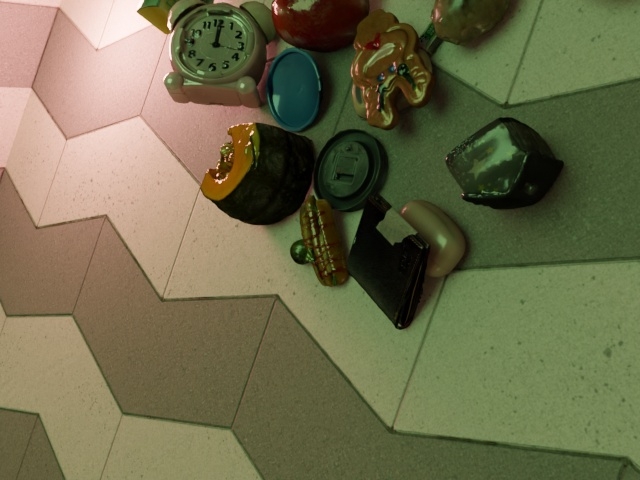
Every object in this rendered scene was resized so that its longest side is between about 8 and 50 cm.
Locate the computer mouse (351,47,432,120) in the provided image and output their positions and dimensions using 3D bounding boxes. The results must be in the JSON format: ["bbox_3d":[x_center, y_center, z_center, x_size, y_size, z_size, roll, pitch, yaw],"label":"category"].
[{"bbox_3d":[0.185,-0.401,1.822,0.237,0.082,0.145,-25,63,33],"label":"computer mouse"}]

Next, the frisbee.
[{"bbox_3d":[-0.070,-0.438,2.061,0.242,0.045,0.241,11,105,45],"label":"frisbee"}]

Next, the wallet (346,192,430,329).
[{"bbox_3d":[0.156,0.051,1.656,0.221,0.072,0.262,52,144,39],"label":"wallet"}]

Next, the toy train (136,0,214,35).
[{"bbox_3d":[-0.442,-0.842,2.366,0.160,0.253,0.396,4,70,41],"label":"toy train"}]

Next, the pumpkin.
[{"bbox_3d":[-0.172,-0.188,1.996,0.256,0.226,0.303,42,112,45],"label":"pumpkin"}]

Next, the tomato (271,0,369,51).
[{"bbox_3d":[-0.027,-0.639,1.950,0.309,0.170,0.308,26,132,32],"label":"tomato"}]

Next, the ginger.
[{"bbox_3d":[0.323,-0.631,1.673,0.245,0.155,0.304,-38,77,24],"label":"ginger"}]

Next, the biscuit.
[{"bbox_3d":[0.165,-0.440,1.767,0.202,0.047,0.333,-30,58,30],"label":"biscuit"}]

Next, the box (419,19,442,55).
[{"bbox_3d":[0.320,-0.566,1.780,0.207,0.041,0.050,-54,53,17],"label":"box"}]

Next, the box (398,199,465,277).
[{"bbox_3d":[0.247,-0.005,1.649,0.146,0.088,0.200,-56,48,18],"label":"box"}]

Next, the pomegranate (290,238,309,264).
[{"bbox_3d":[-0.044,0.038,1.912,0.073,0.073,0.084,-35,74,29],"label":"pomegranate"}]

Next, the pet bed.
[{"bbox_3d":[0.395,-0.143,1.478,0.183,0.211,0.159,-36,66,28],"label":"pet bed"}]

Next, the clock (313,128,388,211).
[{"bbox_3d":[0.078,-0.184,1.880,0.226,0.049,0.225,-13,69,37],"label":"clock"}]

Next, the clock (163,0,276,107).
[{"bbox_3d":[-0.315,-0.591,2.196,0.343,0.184,0.325,5,81,-1],"label":"clock"}]

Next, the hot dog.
[{"bbox_3d":[0.000,0.000,1.845,0.104,0.076,0.250,-18,84,33],"label":"hot dog"}]
